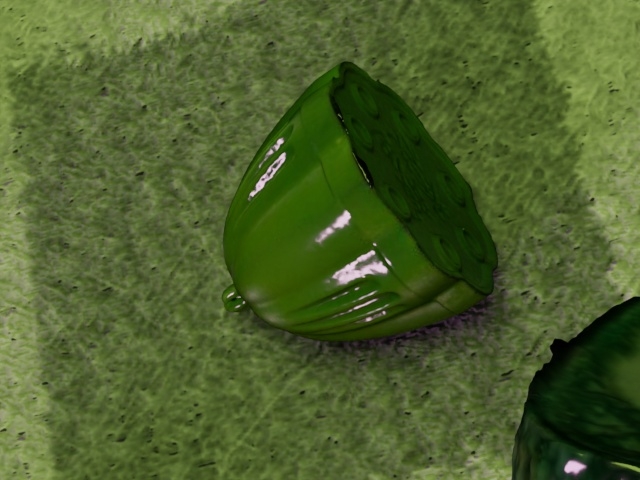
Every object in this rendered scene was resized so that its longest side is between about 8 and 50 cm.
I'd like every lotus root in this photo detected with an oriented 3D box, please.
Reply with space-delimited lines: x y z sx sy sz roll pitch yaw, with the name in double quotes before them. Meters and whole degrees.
"lotus root" 0.000 0.000 1.102 0.186 0.186 0.186 -6 64 13

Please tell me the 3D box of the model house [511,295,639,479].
"model house" 0.230 0.199 0.860 0.243 0.298 0.284 6 104 20
